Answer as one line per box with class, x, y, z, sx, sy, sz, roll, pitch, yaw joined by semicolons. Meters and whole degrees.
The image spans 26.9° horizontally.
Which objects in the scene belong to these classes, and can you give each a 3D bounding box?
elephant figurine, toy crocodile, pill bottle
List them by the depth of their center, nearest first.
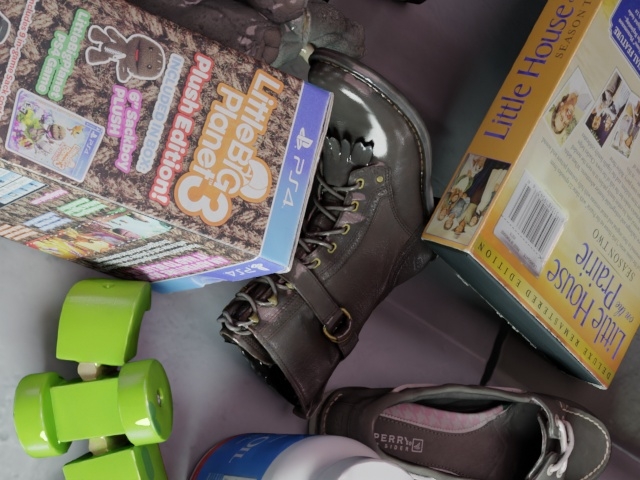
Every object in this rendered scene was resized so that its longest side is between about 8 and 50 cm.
toy crocodile;-0.158;0.198;1.053;0.115;0.105;0.341;-9;89;12
pill bottle;-0.012;0.215;1.057;0.124;0.221;0.124;4;82;-29
elephant figurine;-0.075;-0.185;1.129;0.186;0.239;0.169;35;83;6

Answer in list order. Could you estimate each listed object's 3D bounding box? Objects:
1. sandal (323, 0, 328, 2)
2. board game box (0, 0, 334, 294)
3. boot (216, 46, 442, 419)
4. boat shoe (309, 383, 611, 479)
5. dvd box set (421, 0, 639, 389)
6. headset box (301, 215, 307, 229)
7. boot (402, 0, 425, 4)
sandal;-0.065;-0.259;1.181;0.179;0.067;0.040;38;79;-23
board game box;-0.180;-0.077;0.995;0.291;0.232;0.141;22;74;-26
boot;0.000;0.000;1.109;0.229;0.091;0.263;-45;127;-21
boat shoe;0.152;0.189;1.224;0.335;0.095;0.112;9;79;-28
dvd box set;0.281;-0.105;1.255;0.307;0.062;0.420;39;75;-45
headset box;0.025;-0.001;1.214;0.083;0.032;0.062;-18;94;-31
boot;0.048;-0.332;1.250;0.137;0.077;0.198;8;79;-23
